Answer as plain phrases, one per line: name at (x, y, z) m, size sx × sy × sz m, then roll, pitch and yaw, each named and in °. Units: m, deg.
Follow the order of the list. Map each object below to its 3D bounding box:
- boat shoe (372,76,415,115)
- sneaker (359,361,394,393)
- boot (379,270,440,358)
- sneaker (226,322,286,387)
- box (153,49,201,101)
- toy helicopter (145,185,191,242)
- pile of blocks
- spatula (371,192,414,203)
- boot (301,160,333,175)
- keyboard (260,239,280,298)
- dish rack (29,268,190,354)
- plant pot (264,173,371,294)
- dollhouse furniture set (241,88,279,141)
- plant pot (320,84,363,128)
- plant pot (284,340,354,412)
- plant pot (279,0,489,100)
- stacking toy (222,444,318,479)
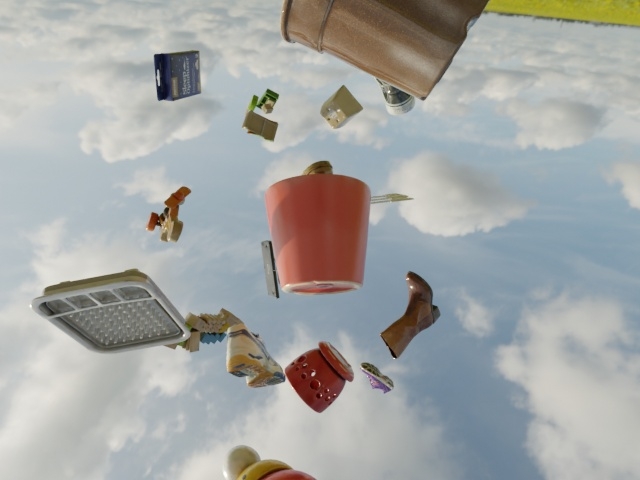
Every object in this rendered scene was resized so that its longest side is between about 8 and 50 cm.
boat shoe at (0.204, -0.499, 1.303) m, size 0.121 × 0.119 × 0.335 m, roll -16°, pitch -131°, yaw 8°
sneaker at (0.213, 0.548, 1.805) m, size 0.170 × 0.071 × 0.068 m, roll 42°, pitch -166°, yaw -12°
boot at (0.334, 0.295, 1.849) m, size 0.281 × 0.264 × 0.096 m, roll -36°, pitch -152°, yaw -21°
sneaker at (-0.172, 0.320, 1.267) m, size 0.112 × 0.296 × 0.130 m, roll -15°, pitch -122°, yaw 2°
box at (-0.437, -0.512, 1.425) m, size 0.037 × 0.136 × 0.225 m, roll 10°, pitch -153°, yaw 12°
toy helicopter at (-0.595, -0.093, 1.862) m, size 0.140 × 0.234 × 0.355 m, roll 20°, pitch -170°, yaw -28°
pile of blocks at (-0.493, 0.354, 1.841) m, size 0.363 × 0.148 × 0.113 m, roll 2°, pitch -172°, yaw -39°
spatula at (0.209, -0.147, 1.687) m, size 0.242 × 0.019 × 0.168 m, roll -7°, pitch -165°, yaw 0°
boot at (0.022, -0.055, 1.291) m, size 0.089 × 0.236 × 0.269 m, roll -14°, pitch -114°, yaw -24°
keyboard at (-0.255, 0.157, 2.480) m, size 0.033 × 0.316 × 0.202 m, roll -12°, pitch -171°, yaw -30°
dish rack at (-0.509, 0.180, 1.162) m, size 0.286 × 0.332 × 0.072 m, roll -11°, pitch -127°, yaw 1°
plant pot at (0.000, 0.000, 1.120) m, size 0.275 × 0.242 × 0.275 m, roll -3°, pitch 165°, yaw -1°
dollhouse furniture set at (-0.139, -0.281, 1.065) m, size 0.076 × 0.058 × 0.151 m, roll 22°, pitch -124°, yaw -21°
plant pot at (0.062, -0.445, 1.574) m, size 0.109 × 0.109 × 0.096 m, roll 47°, pitch -139°, yaw -12°
plant pot at (0.001, 0.444, 1.529) m, size 0.174 × 0.191 × 0.191 m, roll -43°, pitch -142°, yaw 1°
plant pot at (0.072, -0.240, 0.466) m, size 0.165 × 0.166 × 0.167 m, roll 31°, pitch -149°, yaw 1°
stacking toy at (-0.139, 0.741, 1.272) m, size 0.351 × 0.350 × 0.480 m, roll -17°, pitch -157°, yaw -36°
